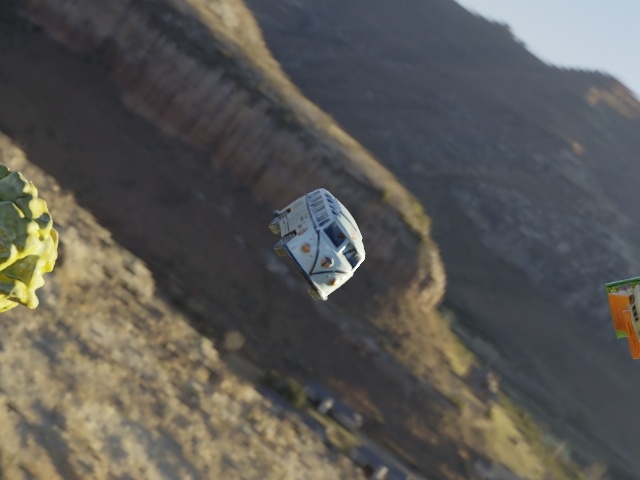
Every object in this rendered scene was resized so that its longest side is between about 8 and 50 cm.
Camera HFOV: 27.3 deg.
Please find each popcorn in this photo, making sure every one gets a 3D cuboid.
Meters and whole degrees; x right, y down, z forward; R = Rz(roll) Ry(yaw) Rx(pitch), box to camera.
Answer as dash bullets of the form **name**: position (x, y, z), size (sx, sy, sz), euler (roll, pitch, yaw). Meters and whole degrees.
- **popcorn**: position (-0.477, 0.005, 1.835), size (0.181, 0.217, 0.235), euler (103, -33, -73)

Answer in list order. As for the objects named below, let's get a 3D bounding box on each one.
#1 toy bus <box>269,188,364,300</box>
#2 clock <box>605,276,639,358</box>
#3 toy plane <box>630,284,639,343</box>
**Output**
- **toy bus**: position (0.000, 0.000, 1.524), size (0.087, 0.089, 0.194), euler (53, 5, -13)
- **clock**: position (0.635, 0.131, 2.346), size (0.255, 0.220, 0.106), euler (-52, 129, -77)
- **toy plane**: position (0.546, 0.186, 2.036), size (0.242, 0.104, 0.256), euler (45, 36, -71)
